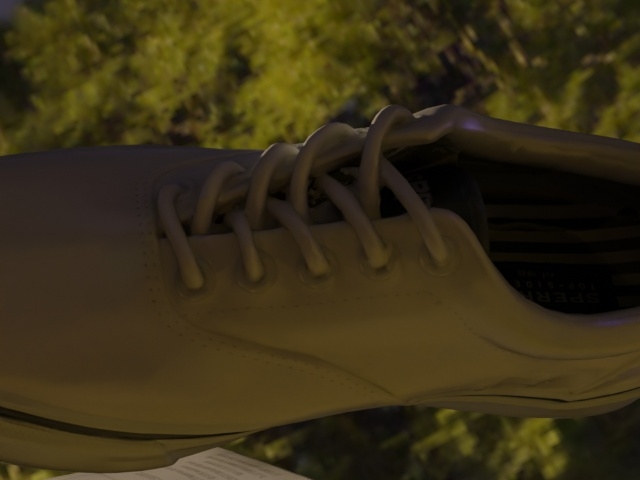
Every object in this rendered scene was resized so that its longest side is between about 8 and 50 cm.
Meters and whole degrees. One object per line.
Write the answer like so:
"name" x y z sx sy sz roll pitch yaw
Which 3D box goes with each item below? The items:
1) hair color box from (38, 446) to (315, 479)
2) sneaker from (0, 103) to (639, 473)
"hair color box" -0.173 0.160 0.618 0.347 0.105 0.174 -9 0 -17
"sneaker" 0.000 0.000 0.469 0.258 0.094 0.091 -3 -30 -25
